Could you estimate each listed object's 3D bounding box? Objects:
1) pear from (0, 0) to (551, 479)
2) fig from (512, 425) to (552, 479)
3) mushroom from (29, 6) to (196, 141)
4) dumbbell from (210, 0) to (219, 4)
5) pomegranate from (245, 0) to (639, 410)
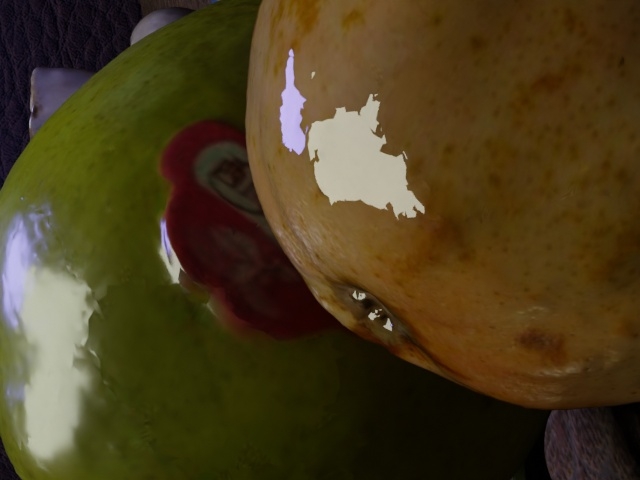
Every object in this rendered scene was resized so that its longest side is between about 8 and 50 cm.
[{"bbox_3d":[0.000,0.000,0.640,0.375,0.287,0.287,-58,-15,-25],"label":"pear"},{"bbox_3d":[0.122,0.151,0.641,0.149,0.149,0.245,89,177,-46],"label":"fig"},{"bbox_3d":[-0.231,-0.149,1.664,0.292,0.290,0.292,172,90,-81],"label":"mushroom"},{"bbox_3d":[-0.075,-0.261,1.124,0.143,0.156,0.316,-64,-27,-55],"label":"dumbbell"},{"bbox_3d":[0.077,-0.044,0.418,0.207,0.207,0.207,168,90,-79],"label":"pomegranate"}]
